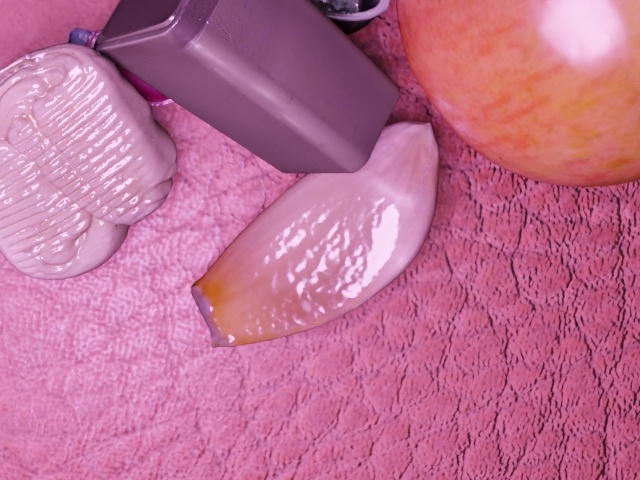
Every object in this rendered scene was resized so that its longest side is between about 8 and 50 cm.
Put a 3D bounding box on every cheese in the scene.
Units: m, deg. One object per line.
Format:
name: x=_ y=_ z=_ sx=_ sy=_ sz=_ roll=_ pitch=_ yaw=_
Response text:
cheese: x=-0.193 y=-0.189 z=1.011 sx=0.145 sy=0.038 sz=0.095 roll=9 pitch=90 yaw=-2

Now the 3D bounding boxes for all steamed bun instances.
steamed bun: x=-0.260 y=-0.090 z=0.958 sx=0.211 sy=0.144 sz=0.218 roll=-34 pitch=125 yaw=5

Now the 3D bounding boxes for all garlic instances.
garlic: x=0.007 y=0.007 z=1.009 sx=0.318 sy=0.112 sz=0.143 roll=-37 pitch=83 yaw=2

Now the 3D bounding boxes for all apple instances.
apple: x=0.263 y=-0.225 z=0.916 sx=0.363 sy=0.364 sz=0.364 roll=0 pitch=92 yaw=-8

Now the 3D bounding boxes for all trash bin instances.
trash bin: x=-0.062 y=-0.169 z=0.922 sx=0.240 sy=0.164 sz=0.122 roll=35 pitch=73 yaw=-32

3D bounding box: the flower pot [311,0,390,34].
flower pot: x=-0.040 y=-0.289 z=0.993 sx=0.229 sy=0.108 sz=0.103 roll=22 pitch=89 yaw=-9
